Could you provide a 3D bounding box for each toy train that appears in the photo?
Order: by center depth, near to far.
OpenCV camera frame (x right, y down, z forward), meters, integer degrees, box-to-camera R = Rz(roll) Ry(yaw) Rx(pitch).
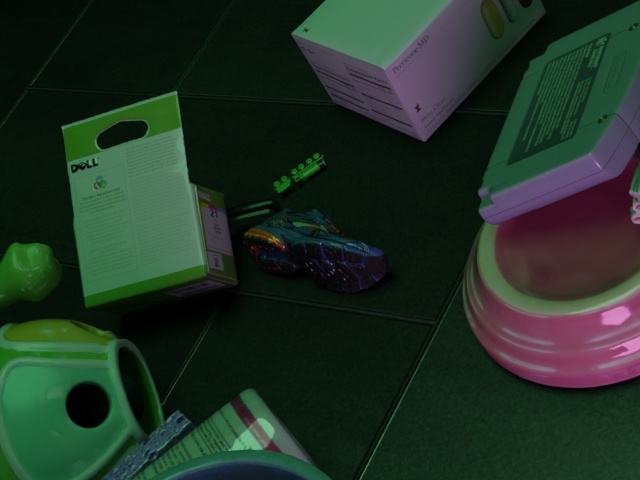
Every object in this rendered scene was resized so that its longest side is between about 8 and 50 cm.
[{"bbox_3d":[-0.028,-0.089,2.099,0.083,0.017,0.023,-35,50,0],"label":"toy train"}]

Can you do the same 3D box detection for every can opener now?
[{"bbox_3d":[-0.144,-0.023,2.084,0.186,0.073,0.059,-7,39,16],"label":"can opener"}]

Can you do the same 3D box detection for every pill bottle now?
[{"bbox_3d":[-0.137,0.308,1.683,0.283,0.160,0.160,-38,41,-4],"label":"pill bottle"}]

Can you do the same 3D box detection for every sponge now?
[{"bbox_3d":[-0.209,0.300,1.770,0.210,0.117,0.031,-43,49,-9],"label":"sponge"}]

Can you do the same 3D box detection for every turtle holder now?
[{"bbox_3d":[-0.321,0.188,1.842,0.227,0.243,0.320,-21,57,13],"label":"turtle holder"}]

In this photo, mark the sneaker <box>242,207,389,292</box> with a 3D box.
[{"bbox_3d":[0.000,0.000,1.950,0.221,0.083,0.087,16,53,38],"label":"sneaker"}]

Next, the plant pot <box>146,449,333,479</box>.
[{"bbox_3d":[-0.039,0.423,1.375,0.341,0.334,0.341,-18,43,18],"label":"plant pot"}]

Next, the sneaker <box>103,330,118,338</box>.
[{"bbox_3d":[-0.281,0.182,1.984,0.070,0.051,0.134,7,59,36],"label":"sneaker"}]

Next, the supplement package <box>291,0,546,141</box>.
[{"bbox_3d":[0.135,-0.298,2.092,0.262,0.145,0.204,-47,42,-13],"label":"supplement package"}]

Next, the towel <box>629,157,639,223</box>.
[{"bbox_3d":[0.522,-0.133,1.677,0.317,0.053,0.332,5,47,21],"label":"towel"}]

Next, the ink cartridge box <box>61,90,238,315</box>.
[{"bbox_3d":[-0.229,-0.047,2.041,0.189,0.097,0.255,-15,76,21],"label":"ink cartridge box"}]

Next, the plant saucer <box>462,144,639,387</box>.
[{"bbox_3d":[0.308,0.009,1.730,0.332,0.084,0.332,-18,44,18],"label":"plant saucer"}]

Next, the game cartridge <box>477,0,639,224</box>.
[{"bbox_3d":[0.299,-0.151,1.761,0.198,0.062,0.297,-19,32,39],"label":"game cartridge"}]
